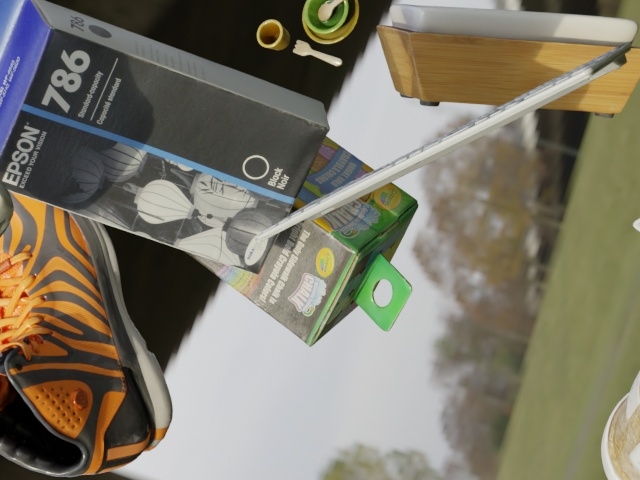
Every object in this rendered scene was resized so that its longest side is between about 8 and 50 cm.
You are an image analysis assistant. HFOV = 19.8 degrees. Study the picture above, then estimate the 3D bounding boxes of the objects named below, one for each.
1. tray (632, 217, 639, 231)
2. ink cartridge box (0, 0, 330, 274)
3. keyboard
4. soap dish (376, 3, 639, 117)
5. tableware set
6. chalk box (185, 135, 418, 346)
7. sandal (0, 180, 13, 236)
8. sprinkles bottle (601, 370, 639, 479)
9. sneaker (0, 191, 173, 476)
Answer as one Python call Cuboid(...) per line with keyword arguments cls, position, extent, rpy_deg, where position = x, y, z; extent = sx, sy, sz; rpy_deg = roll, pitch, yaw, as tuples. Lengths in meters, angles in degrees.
Cuboid(cls="tray", position=(0.464, 0.015, 1.853), extent=(0.145, 0.270, 0.030), rpy_deg=(-39, 26, 59))
Cuboid(cls="ink cartridge box", position=(-0.174, -0.097, 1.620), extent=(0.065, 0.333, 0.165), rpy_deg=(-101, 33, -61))
Cuboid(cls="keyboard", position=(0.071, -0.057, 1.114), extent=(0.256, 0.014, 0.072), rpy_deg=(-26, -2, 34))
Cuboid(cls="soap dish", position=(0.224, -0.217, 2.201), extent=(0.229, 0.291, 0.118), rpy_deg=(-134, 48, -79))
Cuboid(cls="tableware set", position=(-0.005, -0.216, 1.411), extent=(0.024, 0.104, 0.154), rpy_deg=(19, -88, -62))
Cuboid(cls="chalk box", position=(0.000, 0.000, 1.783), extent=(0.132, 0.213, 0.132), rpy_deg=(-40, -18, -51))
Cuboid(cls="sandal", position=(-0.401, -0.024, 1.331), extent=(0.169, 0.102, 0.416), rpy_deg=(-48, -26, 18))
Cuboid(cls="sprinkles bottle", position=(0.307, 0.143, 1.497), extent=(0.355, 0.121, 0.121), rpy_deg=(83, -154, -73))
Cuboid(cls="sneaker", position=(-0.272, 0.072, 1.710), extent=(0.124, 0.321, 0.180), rpy_deg=(-38, -12, 37))
